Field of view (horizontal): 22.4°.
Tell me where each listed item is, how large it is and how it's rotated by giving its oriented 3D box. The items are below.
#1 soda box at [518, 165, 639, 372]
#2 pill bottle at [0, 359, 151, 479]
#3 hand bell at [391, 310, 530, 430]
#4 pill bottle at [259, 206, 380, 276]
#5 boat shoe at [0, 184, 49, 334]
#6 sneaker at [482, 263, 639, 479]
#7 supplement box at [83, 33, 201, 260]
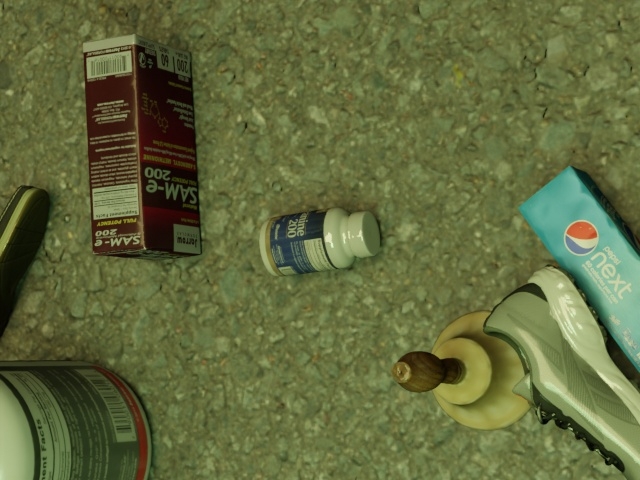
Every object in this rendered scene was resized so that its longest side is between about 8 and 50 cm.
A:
[{"bbox_3d":[0.292,0.030,1.614,0.071,0.067,0.210,-40,72,17],"label":"soda box"},{"bbox_3d":[-0.357,0.233,1.740,0.210,0.363,0.210,-2,85,25],"label":"pill bottle"},{"bbox_3d":[0.122,0.130,1.590,0.126,0.242,0.126,-1,86,25],"label":"hand bell"},{"bbox_3d":[0.000,0.000,1.753,0.120,0.067,0.067,-8,83,24],"label":"pill bottle"},{"bbox_3d":[-0.395,0.029,1.930,0.073,0.080,0.223,28,103,19],"label":"boat shoe"},{"bbox_3d":[0.258,0.161,1.581,0.108,0.100,0.271,-31,78,-5],"label":"sneaker"},{"bbox_3d":[-0.199,-0.101,1.819,0.073,0.130,0.239,-5,85,24],"label":"supplement box"}]
